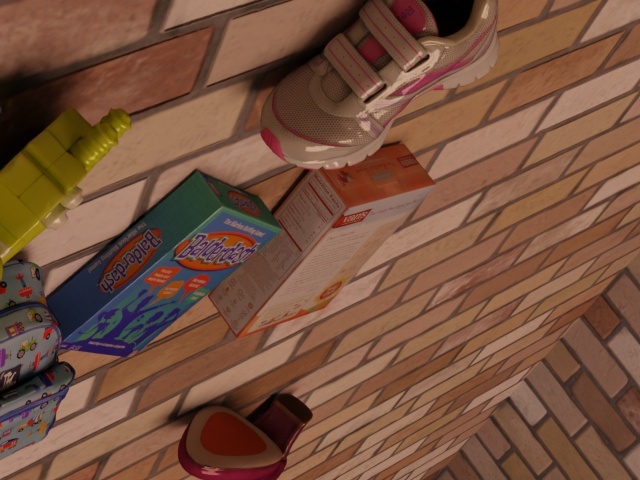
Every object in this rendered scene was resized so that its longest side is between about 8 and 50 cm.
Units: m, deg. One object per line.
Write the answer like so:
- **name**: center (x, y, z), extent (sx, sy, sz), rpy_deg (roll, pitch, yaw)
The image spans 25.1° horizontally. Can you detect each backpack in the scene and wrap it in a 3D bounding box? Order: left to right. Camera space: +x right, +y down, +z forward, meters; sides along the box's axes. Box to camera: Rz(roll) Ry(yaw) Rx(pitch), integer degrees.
- **backpack**: center (-0.286, 0.103, 1.218), extent (0.158, 0.117, 0.173), rpy_deg (-21, 154, -42)

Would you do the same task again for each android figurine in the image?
- **android figurine**: center (-0.241, 0.002, 1.021), extent (0.273, 0.056, 0.248), rpy_deg (-41, -170, 8)

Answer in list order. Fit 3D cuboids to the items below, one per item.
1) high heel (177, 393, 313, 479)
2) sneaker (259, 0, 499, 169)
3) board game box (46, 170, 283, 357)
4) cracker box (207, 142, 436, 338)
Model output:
- **high heel**: center (-0.132, 0.325, 2.023), extent (0.181, 0.127, 0.377), rpy_deg (-52, 162, 14)
- **sneaker**: center (0.052, -0.158, 1.228), extent (0.252, 0.103, 0.111), rpy_deg (-36, 159, -21)
- **board game box**: center (-0.152, 0.028, 1.383), extent (0.210, 0.047, 0.160), rpy_deg (-40, 162, 10)
- **cracker box**: center (0.000, 0.000, 1.562), extent (0.156, 0.067, 0.232), rpy_deg (-16, 154, -49)
